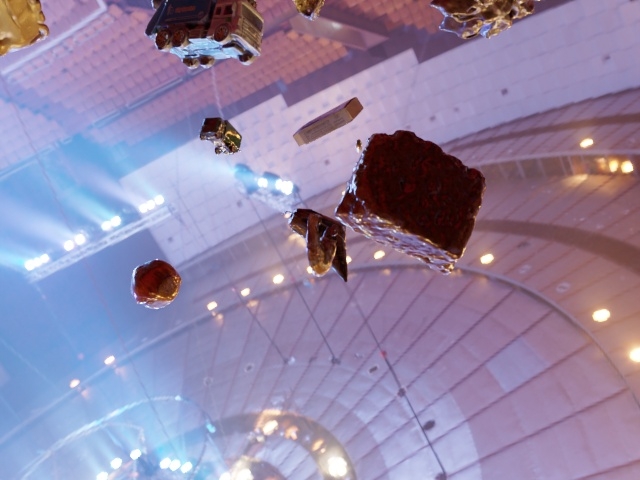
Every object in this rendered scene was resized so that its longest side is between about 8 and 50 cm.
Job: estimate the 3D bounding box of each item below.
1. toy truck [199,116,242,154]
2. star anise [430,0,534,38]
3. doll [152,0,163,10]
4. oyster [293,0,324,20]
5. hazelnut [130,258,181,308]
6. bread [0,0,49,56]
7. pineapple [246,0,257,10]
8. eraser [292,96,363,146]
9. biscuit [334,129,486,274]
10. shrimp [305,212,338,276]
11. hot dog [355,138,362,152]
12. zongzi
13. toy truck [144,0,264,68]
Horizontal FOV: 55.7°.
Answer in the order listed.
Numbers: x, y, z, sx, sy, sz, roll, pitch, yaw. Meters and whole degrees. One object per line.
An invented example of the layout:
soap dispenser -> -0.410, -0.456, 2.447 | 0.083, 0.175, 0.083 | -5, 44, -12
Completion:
toy truck -> -0.290, -0.304, 1.764 | 0.065, 0.147, 0.079 | 1, -107, 21
star anise -> 0.395, -0.542, 1.306 | 0.332, 0.117, 0.332 | -15, 168, -3
doll -> -0.503, -0.865, 1.817 | 0.252, 0.378, 0.382 | -16, -144, 42
oyster -> -0.027, -0.640, 1.551 | 0.105, 0.177, 0.056 | 8, -126, 17
hazelnut -> -0.591, 0.157, 2.151 | 0.182, 0.182, 0.182 | -24, -161, 9
bread -> -0.621, -0.469, 1.189 | 0.081, 0.225, 0.134 | 25, -127, 13
pineapple -> -0.277, -0.896, 2.258 | 0.108, 0.108, 0.197 | -44, 167, -42
eraser -> 0.012, -0.200, 1.025 | 0.122, 0.029, 0.052 | -21, -160, 36
biscuit -> 0.276, -0.131, 1.767 | 0.166, 0.395, 0.342 | 116, -1, -65
shrimp -> 0.004, 0.001, 1.327 | 0.051, 0.132, 0.187 | -1, -158, 11
hot dog -> 0.152, -0.367, 2.354 | 0.021, 0.037, 0.083 | 17, 173, 12
zongzi -> -0.006, 0.009, 2.101 | 0.111, 0.248, 0.241 | -40, -136, 38
toy truck -> -0.335, -0.602, 1.739 | 0.367, 0.175, 0.146 | 8, 173, 30
